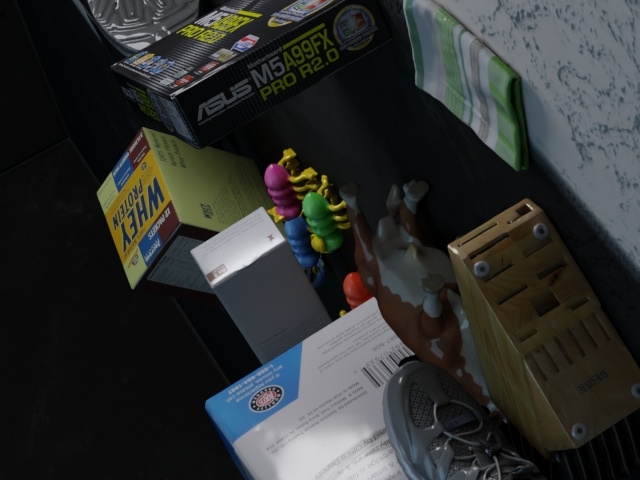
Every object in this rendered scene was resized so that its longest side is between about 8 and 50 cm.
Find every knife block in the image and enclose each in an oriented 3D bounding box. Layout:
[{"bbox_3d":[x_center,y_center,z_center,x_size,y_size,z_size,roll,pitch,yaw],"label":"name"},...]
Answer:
[{"bbox_3d":[0.199,0.116,1.362,0.275,0.088,0.242,59,167,3],"label":"knife block"}]

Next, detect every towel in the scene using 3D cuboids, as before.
[{"bbox_3d":[0.121,-0.134,1.247,0.152,0.023,0.113,49,165,41],"label":"towel"}]

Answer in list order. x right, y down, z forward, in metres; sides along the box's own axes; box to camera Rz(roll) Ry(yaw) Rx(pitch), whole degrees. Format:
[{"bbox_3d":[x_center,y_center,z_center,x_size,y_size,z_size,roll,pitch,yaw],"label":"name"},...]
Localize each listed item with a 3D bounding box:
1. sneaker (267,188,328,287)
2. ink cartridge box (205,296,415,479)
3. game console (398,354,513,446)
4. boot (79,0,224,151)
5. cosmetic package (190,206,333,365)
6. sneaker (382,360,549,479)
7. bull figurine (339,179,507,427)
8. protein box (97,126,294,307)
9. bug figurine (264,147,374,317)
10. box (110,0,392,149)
[{"bbox_3d":[-0.061,-0.003,2.167,0.188,0.078,0.067,57,169,26],"label":"sneaker"},{"bbox_3d":[0.087,0.273,1.715,0.395,0.285,0.166,47,164,48],"label":"ink cartridge box"},{"bbox_3d":[0.149,0.175,1.578,0.122,0.107,0.071,-101,-9,-50],"label":"game console"},{"bbox_3d":[-0.231,-0.236,2.142,0.445,0.146,0.367,79,166,-50],"label":"boot"},{"bbox_3d":[-0.069,0.073,1.964,0.085,0.117,0.231,54,174,43],"label":"cosmetic package"},{"bbox_3d":[0.165,0.216,1.370,0.281,0.105,0.115,53,147,21],"label":"sneaker"},{"bbox_3d":[0.122,0.060,1.525,0.310,0.101,0.188,44,157,45],"label":"bull figurine"},{"bbox_3d":[-0.179,-0.027,2.105,0.201,0.136,0.200,15,-144,-38],"label":"protein box"},{"bbox_3d":[0.000,0.000,1.942,0.279,0.072,0.216,43,159,56],"label":"bug figurine"},{"bbox_3d":[-0.078,-0.186,1.476,0.060,0.216,0.270,63,168,-21],"label":"box"}]
